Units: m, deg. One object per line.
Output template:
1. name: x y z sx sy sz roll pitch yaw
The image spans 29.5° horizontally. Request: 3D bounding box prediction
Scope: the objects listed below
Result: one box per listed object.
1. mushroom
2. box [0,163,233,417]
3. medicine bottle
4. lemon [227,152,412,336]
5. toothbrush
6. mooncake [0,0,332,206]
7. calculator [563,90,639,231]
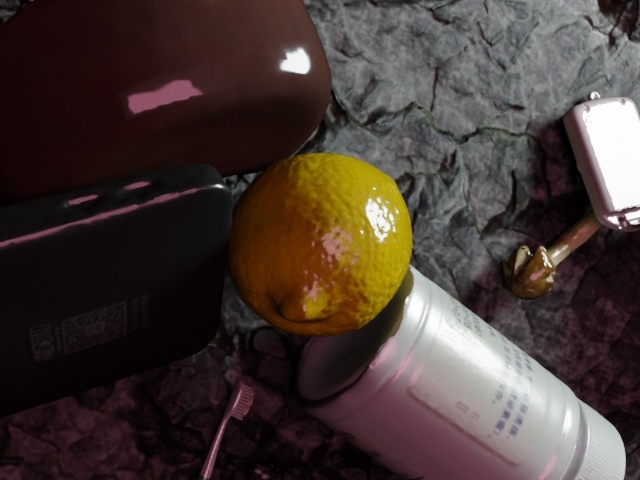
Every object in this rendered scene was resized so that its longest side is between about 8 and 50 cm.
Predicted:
1. mushroom: 0.285 0.000 1.431 0.187 0.060 0.061 -40 90 -23
2. box: -0.224 0.053 1.133 0.289 0.290 0.073 -17 59 -19
3. medicine bottle: 0.154 0.188 1.314 0.332 0.190 0.190 37 80 -18
4. lemon: 0.000 0.000 1.210 0.187 0.244 0.187 4 126 5
5. toothbrush: -0.133 0.270 1.301 0.024 0.018 0.257 29 82 -26
6. mooncake: -0.152 -0.141 1.148 0.326 0.334 0.174 -29 79 16
7. calculator: 0.349 -0.095 1.436 0.100 0.032 0.175 -12 78 -24
